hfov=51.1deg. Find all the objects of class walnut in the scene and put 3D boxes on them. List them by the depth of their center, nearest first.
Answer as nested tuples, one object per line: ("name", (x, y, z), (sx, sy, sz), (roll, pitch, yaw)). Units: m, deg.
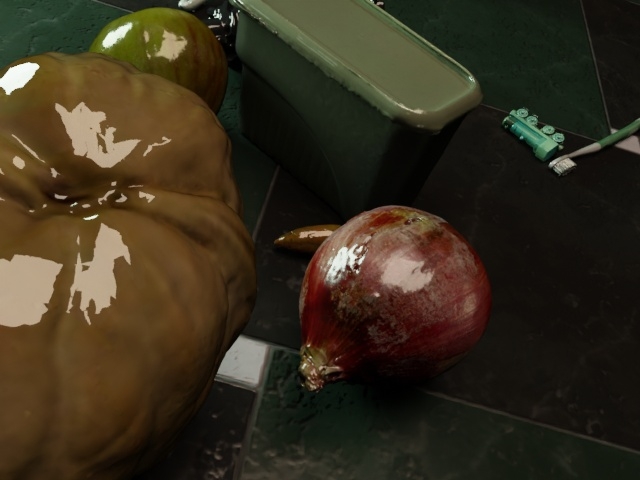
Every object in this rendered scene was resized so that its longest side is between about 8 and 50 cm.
("walnut", (-0.182, 0.034, 0.425), (0.285, 0.285, 0.297), (9, 55, -10))

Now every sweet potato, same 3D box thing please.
("sweet potato", (0.000, 0.000, 0.680), (0.095, 0.034, 0.034), (-3, 50, -19))

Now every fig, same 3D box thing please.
("fig", (-0.156, -0.149, 0.709), (0.142, 0.147, 0.186), (-28, 100, -51))

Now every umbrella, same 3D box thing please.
("umbrella", (-0.038, -0.274, 0.867), (0.272, 0.110, 0.122), (-14, 63, -30))

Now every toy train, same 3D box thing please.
("toy train", (0.290, -0.146, 0.917), (0.045, 0.029, 0.092), (-34, 61, -21))

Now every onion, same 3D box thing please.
("onion", (0.048, 0.060, 0.559), (0.159, 0.159, 0.195), (41, 49, 19))

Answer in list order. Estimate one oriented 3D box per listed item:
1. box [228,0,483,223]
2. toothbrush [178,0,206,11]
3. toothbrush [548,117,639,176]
("box", (0.014, -0.151, 0.722), (0.274, 0.178, 0.138), (42, 49, 20))
("toothbrush", (-0.121, -0.390, 1.006), (0.022, 0.026, 0.263), (33, 50, 13))
("toothbrush", (0.403, -0.138, 0.952), (0.257, 0.018, 0.024), (-26, 64, -35))
